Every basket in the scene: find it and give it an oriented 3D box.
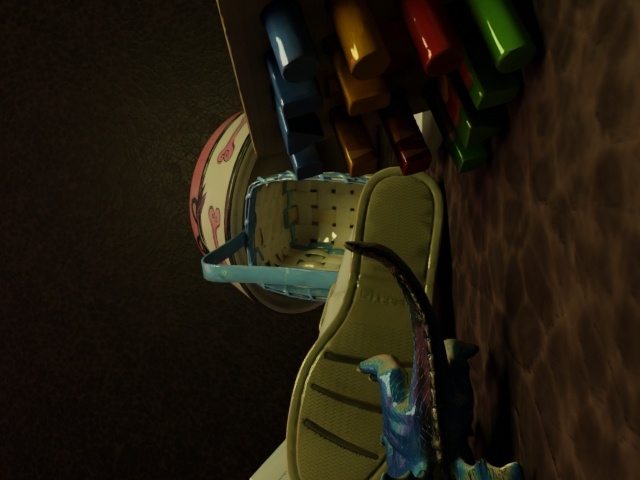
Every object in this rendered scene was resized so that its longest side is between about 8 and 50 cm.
[{"bbox_3d":[0.000,0.000,0.875,0.289,0.254,0.201,-40,-48,-65],"label":"basket"}]

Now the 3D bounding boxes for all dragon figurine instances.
[{"bbox_3d":[0.072,0.141,0.368,0.144,0.085,0.289,-95,-3,-56],"label":"dragon figurine"}]

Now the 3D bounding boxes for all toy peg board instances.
[{"bbox_3d":[0.037,-0.089,0.349,0.161,0.160,0.079,86,167,-68],"label":"toy peg board"}]

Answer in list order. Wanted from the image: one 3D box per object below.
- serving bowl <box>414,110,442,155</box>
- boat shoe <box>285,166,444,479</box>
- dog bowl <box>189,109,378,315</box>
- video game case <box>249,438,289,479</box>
[{"bbox_3d":[0.095,-0.112,0.529,0.083,0.027,0.083,-2,-90,-90],"label":"serving bowl"},{"bbox_3d":[0.052,0.089,0.556,0.103,0.113,0.302,72,-145,-73],"label":"boat shoe"},{"bbox_3d":[-0.066,-0.075,1.121,0.408,0.150,0.408,-18,-66,-47],"label":"dog bowl"},{"bbox_3d":[0.027,0.284,0.766,0.244,0.061,0.270,-42,-33,-32],"label":"video game case"}]
